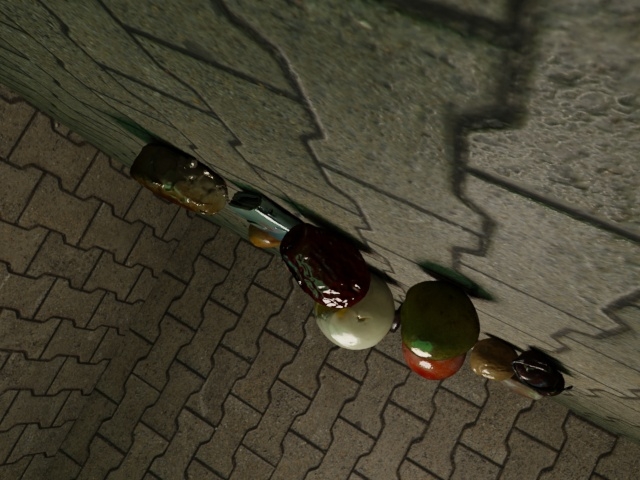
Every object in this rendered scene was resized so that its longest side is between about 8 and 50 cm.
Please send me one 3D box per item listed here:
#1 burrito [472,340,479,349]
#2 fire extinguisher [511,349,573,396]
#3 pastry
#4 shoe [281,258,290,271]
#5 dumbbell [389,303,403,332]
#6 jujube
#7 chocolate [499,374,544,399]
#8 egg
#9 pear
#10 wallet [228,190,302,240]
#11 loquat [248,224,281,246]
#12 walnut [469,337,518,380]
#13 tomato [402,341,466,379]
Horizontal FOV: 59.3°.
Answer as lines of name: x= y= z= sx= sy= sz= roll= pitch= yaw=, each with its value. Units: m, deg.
burrito: x=0.677 y=0.448 z=2.307 sx=0.149 sy=0.041 sz=0.055 roll=24 pitch=-165 yaw=7
fire extinguisher: x=0.691 y=0.416 z=1.747 sx=0.141 sy=0.105 sz=0.341 roll=5 pitch=161 yaw=35
pastry: x=-0.429 y=-0.178 z=1.729 sx=0.330 sy=0.136 sz=0.329 roll=27 pitch=173 yaw=4
shoe: x=-0.094 y=0.094 z=2.583 sx=0.137 sy=0.114 sz=0.291 roll=23 pitch=169 yaw=6
dumbbell: x=0.268 y=0.307 z=2.522 sx=0.225 sy=0.140 sz=0.124 roll=26 pitch=130 yaw=13
jujube: x=0.019 y=0.071 z=1.546 sx=0.290 sy=0.197 sz=0.197 roll=43 pitch=167 yaw=-32
chocolate: x=0.751 y=0.534 z=2.198 sx=0.261 sy=0.083 sz=0.161 roll=30 pitch=-153 yaw=12
egg: x=0.117 y=0.230 z=1.973 sx=0.283 sy=0.283 sz=0.345 roll=30 pitch=-174 yaw=-8
pear: x=0.288 y=0.193 z=1.354 sx=0.197 sy=0.197 sz=0.197 roll=28 pitch=174 yaw=3
wallet: x=-0.143 y=-0.061 z=1.698 sx=0.250 sy=0.075 sz=0.176 roll=35 pitch=168 yaw=-38
loquat: x=-0.199 y=-0.028 z=2.085 sx=0.137 sy=0.113 sz=0.137 roll=8 pitch=157 yaw=3
walnut: x=0.593 y=0.405 z=1.920 sx=0.166 sy=0.149 sz=0.166 roll=-1 pitch=-170 yaw=0
tomato: x=0.466 y=0.450 z=2.319 sx=0.265 sy=0.265 sz=0.265 roll=28 pitch=174 yaw=3
